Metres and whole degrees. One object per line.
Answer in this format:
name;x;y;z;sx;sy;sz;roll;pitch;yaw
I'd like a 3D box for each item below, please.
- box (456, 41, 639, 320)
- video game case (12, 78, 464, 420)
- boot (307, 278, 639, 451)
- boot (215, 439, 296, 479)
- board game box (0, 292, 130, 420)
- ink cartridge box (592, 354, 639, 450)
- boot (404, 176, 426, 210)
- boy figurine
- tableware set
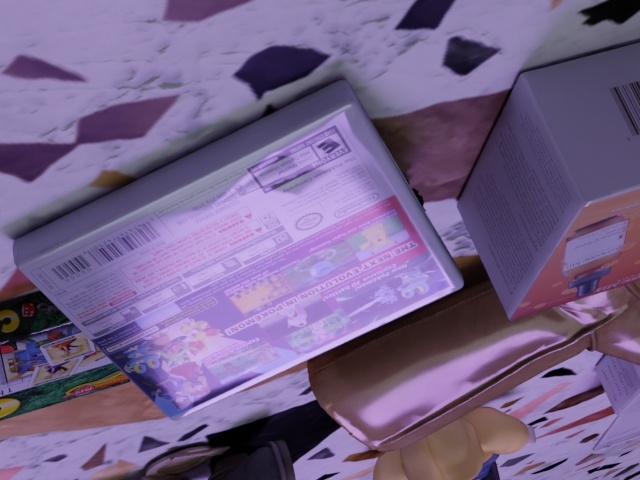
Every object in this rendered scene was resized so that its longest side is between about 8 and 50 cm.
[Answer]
box;0.175;-0.038;0.891;0.130;0.091;0.170;-16;158;-15
video game case;-0.039;0.014;0.820;0.201;0.023;0.183;-26;138;8
boot;0.162;0.095;1.159;0.269;0.089;0.236;-31;129;19
boot;-0.139;0.242;1.262;0.208;0.076;0.189;0;144;-25
board game box;-0.241;0.090;0.881;0.260;0.030;0.136;-16;160;-14
ink cartridge box;0.438;0.118;1.558;0.296;0.066;0.261;-17;159;-11
boot;0.000;0.000;0.878;0.121;0.045;0.099;-1;149;-43
boy figurine;0.138;0.225;1.495;0.177;0.092;0.285;-20;162;1
tableware set;-0.131;0.225;1.323;0.169;0.020;0.141;-34;156;28
